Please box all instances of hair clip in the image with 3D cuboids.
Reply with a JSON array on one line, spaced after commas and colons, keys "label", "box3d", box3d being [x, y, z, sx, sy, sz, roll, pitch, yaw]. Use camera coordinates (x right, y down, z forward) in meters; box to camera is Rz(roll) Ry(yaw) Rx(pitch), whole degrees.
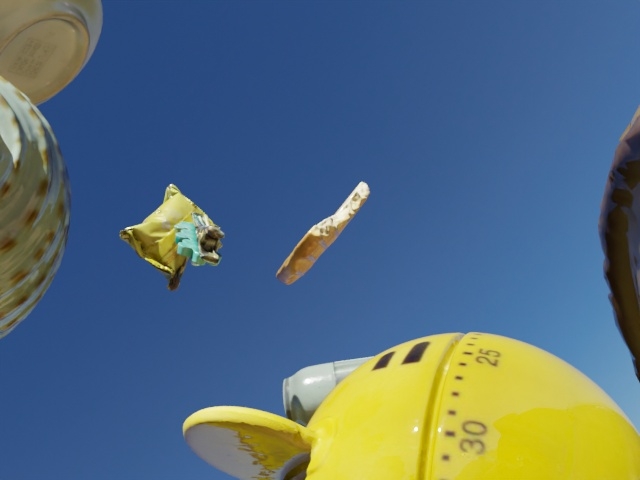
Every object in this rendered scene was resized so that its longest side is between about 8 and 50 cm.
[{"label": "hair clip", "box3d": [-0.128, -0.003, 0.686, 0.049, 0.173, 0.049, -3, -79, -15]}]

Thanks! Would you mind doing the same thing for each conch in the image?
[{"label": "conch", "box3d": [-0.211, -0.012, 0.385, 0.131, 0.172, 0.200, -10, -25, -9]}]

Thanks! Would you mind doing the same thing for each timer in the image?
[{"label": "timer", "box3d": [0.094, 0.250, 0.616, 0.376, 0.386, 0.376, 11, -102, -63]}]

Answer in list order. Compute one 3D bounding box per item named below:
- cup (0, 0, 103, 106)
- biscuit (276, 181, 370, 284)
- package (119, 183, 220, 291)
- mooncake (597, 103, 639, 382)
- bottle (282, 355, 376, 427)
[{"label": "cup", "box3d": [-0.454, -0.311, 0.962, 0.347, 0.163, 0.347, -44, -10, -10]}, {"label": "biscuit", "box3d": [0.000, 0.000, 1.294, 0.204, 0.040, 0.309, -50, -3, 30]}, {"label": "package", "box3d": [-0.313, -0.011, 1.408, 0.090, 0.168, 0.226, -33, 14, 40]}, {"label": "mooncake", "box3d": [0.321, 0.051, 0.315, 0.246, 0.393, 0.394, -28, -58, -2]}, {"label": "bottle", "box3d": [0.082, 0.192, 0.836, 0.253, 0.079, 0.096, -8, -79, 2]}]
